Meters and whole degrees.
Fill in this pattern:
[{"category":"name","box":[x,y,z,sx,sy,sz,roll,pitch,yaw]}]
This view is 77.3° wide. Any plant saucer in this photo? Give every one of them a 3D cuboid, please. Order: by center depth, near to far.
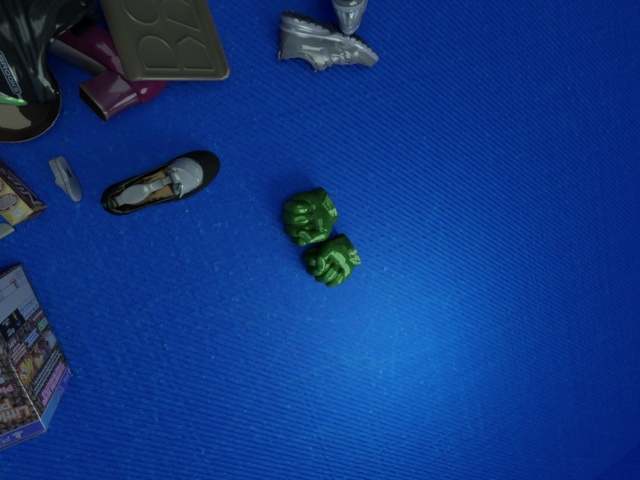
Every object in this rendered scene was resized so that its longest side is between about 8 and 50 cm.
[{"category":"plant saucer","box":[-0.633,-0.297,0.804,0.198,0.036,0.199,-4,101,-23]}]

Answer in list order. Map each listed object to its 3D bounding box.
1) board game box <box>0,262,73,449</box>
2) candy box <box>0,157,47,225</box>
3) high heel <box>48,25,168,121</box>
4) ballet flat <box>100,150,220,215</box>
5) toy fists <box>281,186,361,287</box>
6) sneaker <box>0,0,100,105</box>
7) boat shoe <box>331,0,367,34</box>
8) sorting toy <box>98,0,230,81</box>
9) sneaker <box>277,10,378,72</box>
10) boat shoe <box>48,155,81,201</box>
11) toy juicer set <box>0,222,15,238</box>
[{"category":"board game box","box":[-0.640,0.220,0.784,0.141,0.232,0.291,-19,105,-17]},{"category":"candy box","box":[-0.643,-0.121,0.791,0.053,0.109,0.187,-40,110,-11]},{"category":"high heel","box":[-0.492,-0.440,0.812,0.181,0.127,0.377,-46,115,-27]},{"category":"ballet flat","box":[-0.354,-0.126,0.912,0.280,0.096,0.095,-29,108,-15]},{"category":"toy fists","box":[0.000,0.000,1.076,0.142,0.096,0.279,-32,111,-13]},{"category":"sneaker","box":[-0.472,-0.457,0.664,0.202,0.185,0.483,12,96,-49]},{"category":"boat shoe","box":[0.075,-0.648,0.963,0.118,0.103,0.320,1,68,5]},{"category":"sorting toy","box":[-0.345,-0.486,0.855,0.229,0.041,0.307,-21,93,-38]},{"category":"sneaker","box":[0.016,-0.484,1.017,0.281,0.105,0.115,5,131,-26]},{"category":"boat shoe","box":[-0.556,-0.130,0.869,0.035,0.035,0.100,-14,110,9]},{"category":"toy juicer set","box":[-0.813,-0.029,0.749,0.329,0.089,0.209,37,84,-23]}]
